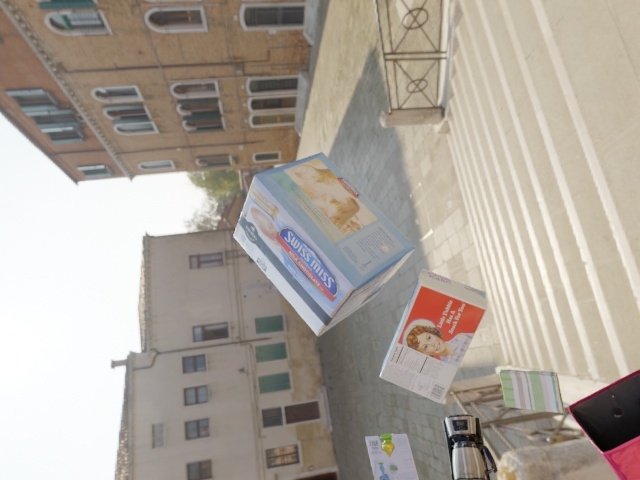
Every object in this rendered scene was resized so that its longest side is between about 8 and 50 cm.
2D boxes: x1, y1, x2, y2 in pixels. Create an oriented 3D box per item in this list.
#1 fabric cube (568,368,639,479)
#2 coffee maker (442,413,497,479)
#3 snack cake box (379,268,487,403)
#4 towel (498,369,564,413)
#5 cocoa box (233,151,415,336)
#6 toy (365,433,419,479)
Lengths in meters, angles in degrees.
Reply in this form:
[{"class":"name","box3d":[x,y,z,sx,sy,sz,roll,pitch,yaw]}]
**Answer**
[{"class":"fabric cube","box3d":[0.893,0.551,1.153,0.258,0.259,0.254,55,-167,1]},{"class":"coffee maker","box3d":[0.410,0.604,1.224,0.171,0.120,0.178,94,179,-52]},{"class":"snack cake box","box3d":[0.250,0.215,0.970,0.089,0.152,0.264,-43,-28,-66]},{"class":"towel","box3d":[0.579,0.416,1.186,0.152,0.023,0.113,-11,88,40]},{"class":"cocoa box","box3d":[0.000,0.000,1.034,0.347,0.231,0.228,48,139,17]},{"class":"toy","box3d":[0.219,0.656,1.189,0.056,0.137,0.237,-1,-108,-54]}]
